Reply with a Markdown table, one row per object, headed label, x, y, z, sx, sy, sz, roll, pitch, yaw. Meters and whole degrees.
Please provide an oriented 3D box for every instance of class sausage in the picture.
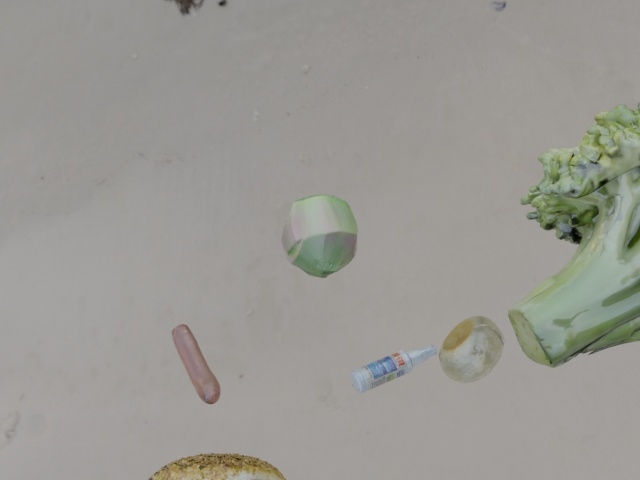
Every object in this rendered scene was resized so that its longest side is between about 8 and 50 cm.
| label | x | y | z | sx | sy | sz | roll | pitch | yaw |
| --- | --- | --- | --- | --- | --- | --- | --- | --- | --- |
| sausage | -0.213 | 0.213 | 1.037 | 0.043 | 0.043 | 0.186 | -50 | 45 | 8 |

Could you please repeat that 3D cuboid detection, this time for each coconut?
| label | x | y | z | sx | sy | sz | roll | pitch | yaw |
| --- | --- | --- | --- | --- | --- | --- | --- | --- | --- |
| coconut | 0.000 | 0.000 | 0.630 | 0.083 | 0.082 | 0.081 | -16 | 65 | 6 |

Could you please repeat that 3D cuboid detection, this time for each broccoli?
| label | x | y | z | sx | sy | sz | roll | pitch | yaw |
| --- | --- | --- | --- | --- | --- | --- | --- | --- | --- |
| broccoli | 0.271 | 0.018 | 0.501 | 0.243 | 0.263 | 0.247 | -36 | 56 | -5 |

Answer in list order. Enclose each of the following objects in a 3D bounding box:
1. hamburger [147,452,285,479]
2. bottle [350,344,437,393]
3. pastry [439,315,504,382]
| label | x | y | z | sx | sy | sz | roll | pitch | yaw |
| --- | --- | --- | --- | --- | --- | --- | --- | --- | --- |
| hamburger | -0.195 | 0.519 | 1.207 | 0.295 | 0.276 | 0.179 | 0 | 60 | 13 |
| bottle | 0.178 | 0.297 | 1.426 | 0.217 | 0.060 | 0.060 | -17 | 73 | -19 |
| pastry | 0.327 | 0.237 | 1.327 | 0.156 | 0.156 | 0.092 | -42 | 98 | 11 |
